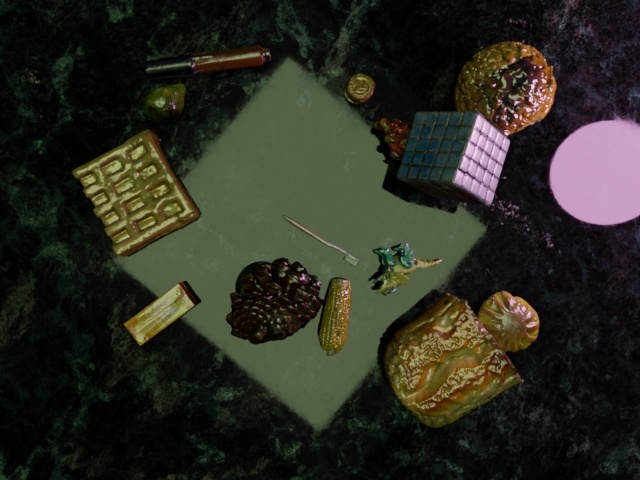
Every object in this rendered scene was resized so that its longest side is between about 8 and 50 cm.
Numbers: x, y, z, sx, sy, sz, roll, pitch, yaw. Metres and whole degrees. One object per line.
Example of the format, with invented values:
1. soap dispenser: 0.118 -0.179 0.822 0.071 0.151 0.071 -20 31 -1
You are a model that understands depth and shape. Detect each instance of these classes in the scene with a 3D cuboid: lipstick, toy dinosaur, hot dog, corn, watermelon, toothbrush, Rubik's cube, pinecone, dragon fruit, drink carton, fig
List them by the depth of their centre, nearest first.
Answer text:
1. pinecone: -0.139 0.188 1.641 0.298 0.296 0.242 -29 91 35
2. Rubik's cube: 0.424 -0.263 1.657 0.238 0.237 0.237 18 89 -42
3. fig: -0.506 -0.464 1.716 0.123 0.123 0.156 24 72 -3
4. hot dog: 0.402 0.418 1.719 0.365 0.196 0.367 -36 84 -2
5. drink carton: -0.527 0.243 1.727 0.222 0.071 0.096 -38 91 -4
6. lipstick: -0.375 -0.595 1.739 0.418 0.077 0.077 -9 90 -4
7. watermelon: -0.233 0.137 1.741 0.092 0.075 0.181 38 86 -6
8. corn: 0.051 0.259 1.744 0.097 0.097 0.262 9 88 -3
9. dragon fruit: 0.271 -0.342 1.749 0.207 0.150 0.133 34 59 4
10. toy dinosaur: 0.288 0.078 1.765 0.259 0.094 0.153 -21 91 -11
11. toothbrush: 0.000 0.000 1.779 0.307 0.025 0.030 32 96 -3

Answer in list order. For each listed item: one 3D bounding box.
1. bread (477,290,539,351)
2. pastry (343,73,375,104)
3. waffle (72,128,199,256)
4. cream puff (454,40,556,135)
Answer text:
1. bread: 0.640 0.282 1.772 0.213 0.105 0.214 0 93 -2
2. pastry: 0.133 -0.516 1.773 0.109 0.057 0.097 -17 89 -4
3. waffle: -0.608 -0.161 1.724 0.304 0.077 0.348 -30 91 -4
4. cream puff: 0.619 -0.494 1.713 0.342 0.231 0.327 12 86 -3
